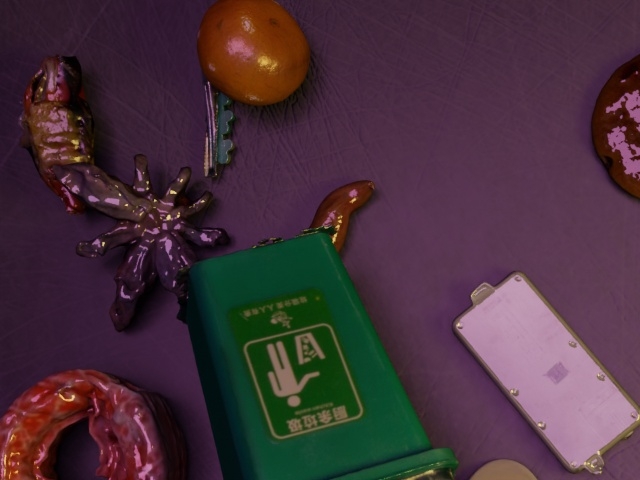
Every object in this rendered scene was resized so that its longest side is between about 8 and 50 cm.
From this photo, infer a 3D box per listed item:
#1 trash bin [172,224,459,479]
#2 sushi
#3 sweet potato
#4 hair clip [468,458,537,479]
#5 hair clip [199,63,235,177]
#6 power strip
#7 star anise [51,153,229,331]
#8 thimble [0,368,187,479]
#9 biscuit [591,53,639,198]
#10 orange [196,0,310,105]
[{"bbox_3d":[-0.021,0.207,1.496,0.259,0.295,0.381,-13,64,-14],"label":"trash bin"},{"bbox_3d":[-0.358,-0.140,1.713,0.097,0.103,0.226,-6,76,-21],"label":"sushi"},{"bbox_3d":[-0.001,0.000,1.643,0.058,0.055,0.202,41,86,-21],"label":"sweet potato"},{"bbox_3d":[0.214,0.408,1.510,0.173,0.113,0.282,0,85,11],"label":"hair clip"},{"bbox_3d":[-0.139,-0.170,1.703,0.049,0.049,0.172,-3,85,10],"label":"hair clip"},{"bbox_3d":[0.280,0.163,1.565,0.118,0.046,0.270,-39,75,-1],"label":"power strip"},{"bbox_3d":[-0.222,0.000,1.650,0.199,0.110,0.257,-16,90,-4],"label":"star anise"},{"bbox_3d":[-0.291,0.278,1.589,0.239,0.162,0.239,-2,80,11],"label":"thimble"},{"bbox_3d":[0.449,-0.148,1.593,0.212,0.036,0.212,-2,79,9],"label":"biscuit"},{"bbox_3d":[-0.091,-0.247,1.655,0.156,0.156,0.124,56,132,14],"label":"orange"}]
